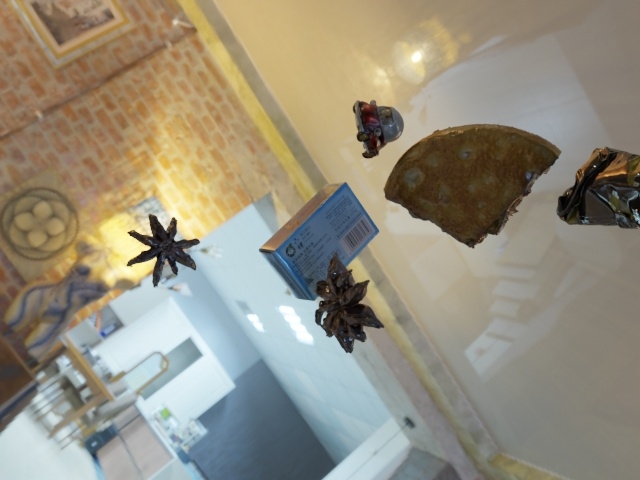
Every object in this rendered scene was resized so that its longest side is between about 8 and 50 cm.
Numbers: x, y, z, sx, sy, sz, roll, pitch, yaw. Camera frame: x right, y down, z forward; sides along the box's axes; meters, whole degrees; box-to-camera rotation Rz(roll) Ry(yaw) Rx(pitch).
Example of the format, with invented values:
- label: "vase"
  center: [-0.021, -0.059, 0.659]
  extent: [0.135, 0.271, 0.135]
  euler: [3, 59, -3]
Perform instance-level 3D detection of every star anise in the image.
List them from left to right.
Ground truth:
- label: "star anise"
  center: [-0.282, 0.012, 1.177]
  extent: [0.141, 0.141, 0.042]
  euler: [54, -29, -1]
- label: "star anise"
  center: [0.043, 0.118, 1.251]
  extent: [0.182, 0.065, 0.195]
  euler: [-26, -108, 55]

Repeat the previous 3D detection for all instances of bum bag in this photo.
- label: "bum bag"
  center: [0.360, -0.056, 0.758]
  extent: [0.232, 0.060, 0.106]
  euler: [-155, -107, -73]

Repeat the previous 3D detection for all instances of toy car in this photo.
- label: "toy car"
  center: [0.140, -0.264, 1.539]
  extent: [0.139, 0.112, 0.112]
  euler: [65, 16, -54]

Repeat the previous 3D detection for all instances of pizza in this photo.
- label: "pizza"
  center: [0.332, -0.125, 1.460]
  extent: [0.409, 0.114, 0.277]
  euler: [-16, -77, 36]

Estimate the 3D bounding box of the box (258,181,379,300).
- label: "box"
  center: [0.000, 0.000, 1.404]
  extent: [0.142, 0.232, 0.083]
  euler: [54, -24, -22]
